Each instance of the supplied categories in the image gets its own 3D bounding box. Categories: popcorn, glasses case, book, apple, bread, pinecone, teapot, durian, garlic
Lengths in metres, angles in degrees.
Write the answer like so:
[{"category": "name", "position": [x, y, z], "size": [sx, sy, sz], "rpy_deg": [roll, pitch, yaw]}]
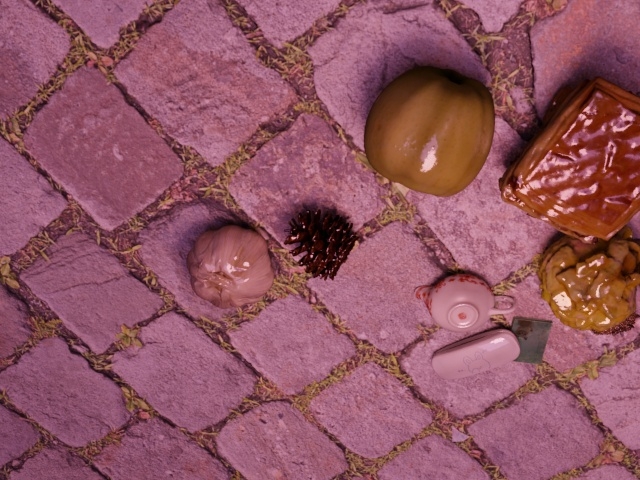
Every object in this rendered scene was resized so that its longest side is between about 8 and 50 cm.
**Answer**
[{"category": "popcorn", "position": [0.614, 0.087, 1.614], "size": [0.259, 0.212, 0.259], "rpy_deg": [9, 109, 27]}, {"category": "glasses case", "position": [0.399, 0.297, 1.848], "size": [0.234, 0.059, 0.092], "rpy_deg": [-23, 109, 23]}, {"category": "book", "position": [0.530, 0.258, 1.839], "size": [0.103, 0.017, 0.134], "rpy_deg": [7, 120, 2]}, {"category": "apple", "position": [0.223, -0.225, 1.489], "size": [0.279, 0.279, 0.279], "rpy_deg": [3, 120, 5]}, {"category": "bread", "position": [0.566, -0.174, 1.505], "size": [0.278, 0.167, 0.324], "rpy_deg": [27, 119, -8]}, {"category": "pinecone", "position": [-0.007, 0.001, 1.689], "size": [0.165, 0.163, 0.162], "rpy_deg": [30, 119, 5]}, {"category": "teapot", "position": [0.360, 0.158, 1.763], "size": [0.246, 0.116, 0.159], "rpy_deg": [7, 109, -4]}, {"category": "durian", "position": [0.722, 0.197, 1.753], "size": [0.140, 0.071, 0.110], "rpy_deg": [1, 120, 1]}, {"category": "garlic", "position": [-0.224, 0.072, 1.751], "size": [0.228, 0.152, 0.227], "rpy_deg": [0, 119, 0]}]

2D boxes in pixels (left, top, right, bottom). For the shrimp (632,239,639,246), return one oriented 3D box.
[{"category": "shrimp", "position": [0.723, 0.053, 1.684], "size": [0.163, 0.045, 0.095], "rpy_deg": [-19, 115, 19]}]
